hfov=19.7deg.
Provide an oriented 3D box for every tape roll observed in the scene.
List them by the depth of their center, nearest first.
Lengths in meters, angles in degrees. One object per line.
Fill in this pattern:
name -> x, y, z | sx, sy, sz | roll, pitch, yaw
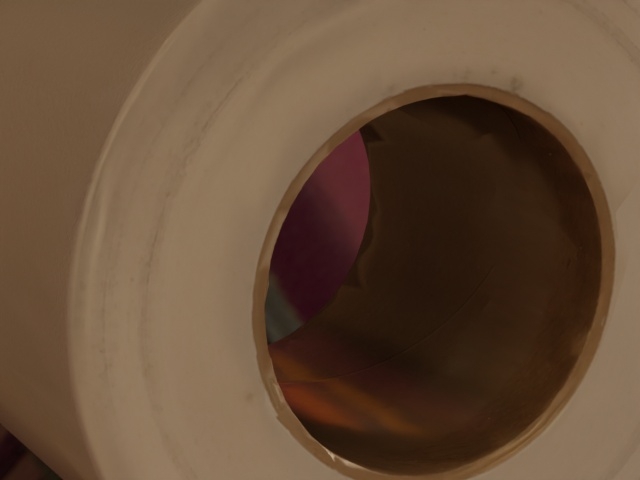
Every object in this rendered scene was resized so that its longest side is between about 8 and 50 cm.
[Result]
tape roll -> 0.000, 0.000, 0.647 | 0.246, 0.169, 0.246 | -6, 104, -26
